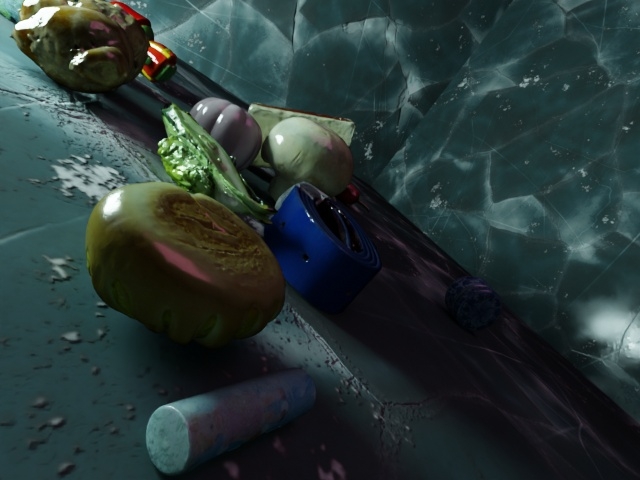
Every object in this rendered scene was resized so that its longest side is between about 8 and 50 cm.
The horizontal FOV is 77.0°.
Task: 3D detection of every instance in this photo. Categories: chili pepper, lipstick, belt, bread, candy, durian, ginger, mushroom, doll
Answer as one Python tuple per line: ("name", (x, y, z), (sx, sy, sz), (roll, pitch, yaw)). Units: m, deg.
("chili pepper", (0.055, -0.231, 1.756), (0.368, 0.092, 0.137), (23, 38, -25))
("lipstick", (-0.063, 0.142, 0.335), (0.048, 0.048, 0.158), (45, 16, 27))
("belt", (0.000, 0.000, 0.801), (0.212, 0.117, 0.347), (34, 16, -17))
("bread", (-0.131, 0.028, 0.416), (0.213, 0.105, 0.213), (38, 12, -9))
("candy", (-0.070, -0.296, 1.205), (0.321, 0.179, 0.135), (8, 19, -6))
("durian", (-0.217, -0.138, 0.726), (0.375, 0.106, 0.132), (44, 18, 23))
("ginger", (-0.477, -0.396, 0.822), (0.256, 0.176, 0.375), (5, 32, -32))
("mushroom", (-0.042, -0.181, 1.020), (0.260, 0.234, 0.254), (13, 22, -45))
("doll", (-0.633, -0.670, 1.299), (0.363, 0.160, 0.182), (34, 22, -10))

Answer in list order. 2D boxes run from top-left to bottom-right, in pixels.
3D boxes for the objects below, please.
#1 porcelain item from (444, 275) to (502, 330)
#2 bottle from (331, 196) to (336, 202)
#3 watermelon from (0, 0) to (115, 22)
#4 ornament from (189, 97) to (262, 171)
("porcelain item", (0.472, 0.195, 1.243), (0.147, 0.147, 0.114), (33, 14, -16))
("bottle", (-0.024, -0.138, 1.213), (0.110, 0.097, 0.209), (47, 7, -32))
("watermelon", (-0.656, -0.549, 1.011), (0.318, 0.148, 0.226), (2, 17, -44))
("ornament", (-0.230, -0.237, 0.941), (0.177, 0.177, 0.177), (35, 14, -10))
